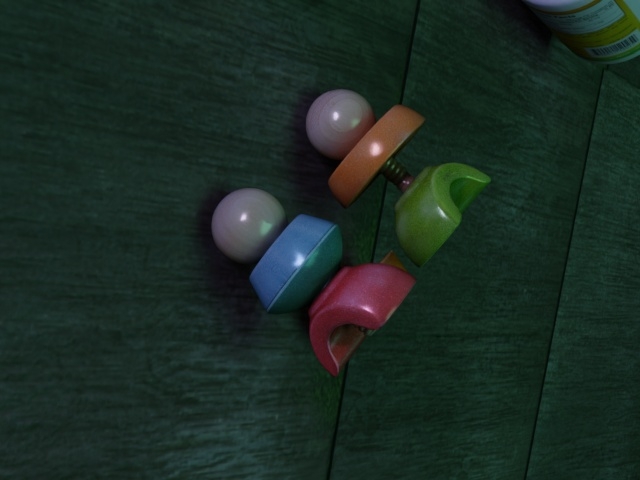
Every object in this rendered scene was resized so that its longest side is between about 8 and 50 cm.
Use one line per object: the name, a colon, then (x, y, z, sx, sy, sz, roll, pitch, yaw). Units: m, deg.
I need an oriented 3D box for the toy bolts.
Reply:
toy bolts: (0.000, 0.000, 1.016, 0.218, 0.158, 0.228, -52, 178, 38)

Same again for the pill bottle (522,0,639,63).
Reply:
pill bottle: (0.274, -0.290, 1.288, 0.246, 0.136, 0.136, 25, 79, -56)
